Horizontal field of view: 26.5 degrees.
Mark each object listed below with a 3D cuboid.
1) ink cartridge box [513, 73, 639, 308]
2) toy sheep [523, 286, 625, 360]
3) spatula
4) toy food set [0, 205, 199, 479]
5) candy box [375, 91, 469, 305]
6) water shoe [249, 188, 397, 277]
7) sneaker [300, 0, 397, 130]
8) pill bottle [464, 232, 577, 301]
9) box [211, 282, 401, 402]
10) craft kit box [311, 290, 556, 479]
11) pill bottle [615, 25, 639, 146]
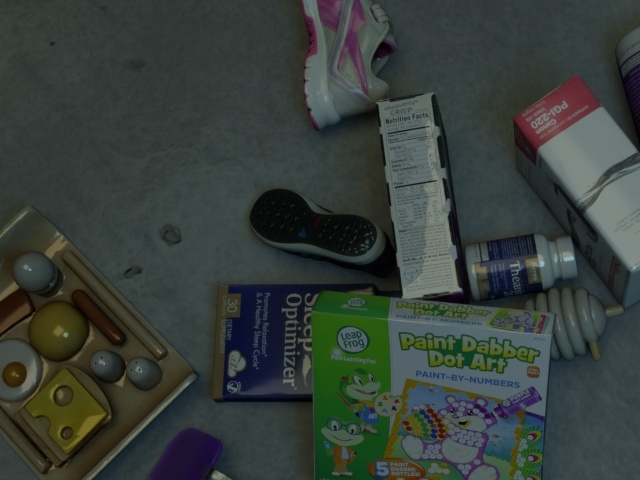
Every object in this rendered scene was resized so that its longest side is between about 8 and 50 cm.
[{"bbox_3d":[0.309,-0.049,1.492,0.092,0.158,0.218,-35,70,-2],"label":"ink cartridge box"},{"bbox_3d":[0.270,0.093,1.498,0.132,0.091,0.091,-15,71,12],"label":"toy sheep"},{"bbox_3d":[-0.075,0.279,1.483,0.296,0.030,0.084,18,70,35],"label":"spatula"},{"bbox_3d":[-0.319,0.134,1.591,0.220,0.092,0.306,-45,71,-5],"label":"toy food set"},{"bbox_3d":[0.117,-0.028,1.522,0.071,0.159,0.233,-8,71,8],"label":"candy box"},{"bbox_3d":[0.000,0.000,1.586,0.203,0.080,0.073,21,74,41],"label":"water shoe"},{"bbox_3d":[0.036,-0.257,1.645,0.111,0.103,0.252,-3,80,6],"label":"sneaker"},{"bbox_3d":[0.226,0.028,1.533,0.120,0.067,0.067,-10,72,8],"label":"pill bottle"},{"bbox_3d":[-0.010,0.118,1.569,0.225,0.036,0.136,-1,74,9],"label":"box"},{"bbox_3d":[0.116,0.181,1.439,0.250,0.061,0.247,5,113,12],"label":"craft kit box"},{"bbox_3d":[0.405,-0.144,1.529,0.108,0.108,0.193,-13,71,7],"label":"pill bottle"}]
